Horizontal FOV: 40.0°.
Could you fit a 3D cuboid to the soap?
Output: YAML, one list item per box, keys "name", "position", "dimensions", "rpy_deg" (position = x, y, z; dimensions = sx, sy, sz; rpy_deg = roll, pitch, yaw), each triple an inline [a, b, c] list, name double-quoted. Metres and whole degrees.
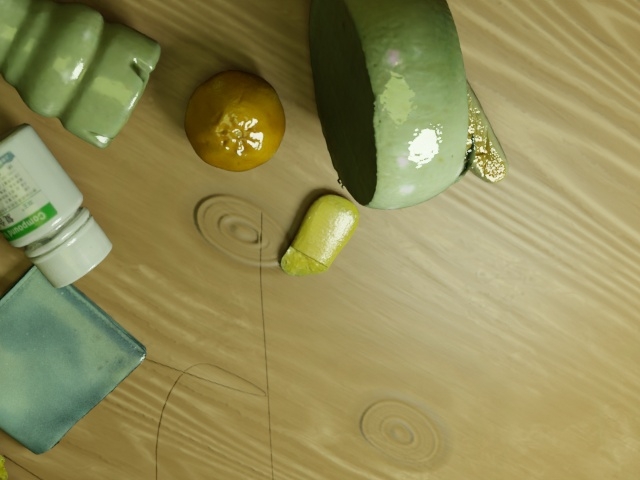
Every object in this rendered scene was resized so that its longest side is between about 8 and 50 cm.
- name: "soap"
  position: [0.000, 0.000, 1.486]
  dimensions: [0.089, 0.033, 0.168]
  rpy_deg: [25, 107, -11]

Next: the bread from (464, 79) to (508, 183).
- name: "bread"
  position: [0.237, -0.186, 1.433]
  dimensions: [0.073, 0.053, 0.214]
  rpy_deg: [-31, 107, 1]

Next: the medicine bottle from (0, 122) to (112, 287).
- name: "medicine bottle"
  position: [-0.439, -0.051, 1.368]
  dimensions: [0.139, 0.139, 0.237]
  rpy_deg: [-30, 112, 5]

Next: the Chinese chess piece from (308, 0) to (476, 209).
- name: "Chinese chess piece"
  position: [0.093, -0.219, 1.248]
  dimensions: [0.146, 0.349, 0.349]
  rpy_deg: [-13, 111, -11]

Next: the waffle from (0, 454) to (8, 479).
- name: "waffle"
  position: [-0.705, 0.463, 1.564]
  dimensions: [0.325, 0.068, 0.302]
  rpy_deg: [-5, 111, -6]

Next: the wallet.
- name: "wallet"
  position: [-0.483, 0.208, 1.502]
  dimensions: [0.290, 0.054, 0.251]
  rpy_deg: [-44, 109, 9]

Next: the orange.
- name: "orange"
  position: [-0.131, -0.180, 1.352]
  dimensions: [0.159, 0.136, 0.159]
  rpy_deg: [-2, 113, -5]

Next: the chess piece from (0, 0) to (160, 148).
- name: "chess piece"
  position: [-0.456, -0.308, 1.236]
  dimensions: [0.442, 0.234, 0.234]
  rpy_deg: [27, 105, -18]
